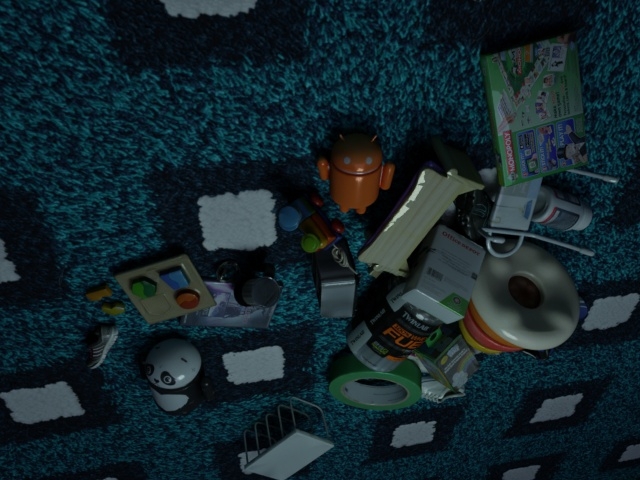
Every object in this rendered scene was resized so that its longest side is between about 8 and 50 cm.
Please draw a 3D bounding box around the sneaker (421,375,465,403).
[{"bbox_3d":[0.427,0.569,2.312,0.258,0.091,0.094,-11,135,-5],"label":"sneaker"}]

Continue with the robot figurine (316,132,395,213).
[{"bbox_3d":[0.082,-0.166,1.477,0.128,0.158,0.219,-35,145,-32],"label":"robot figurine"}]

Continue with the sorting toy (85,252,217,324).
[{"bbox_3d":[-0.468,0.156,1.677,0.307,0.041,0.229,-17,133,7],"label":"sorting toy"}]

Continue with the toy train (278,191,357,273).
[{"bbox_3d":[0.000,0.000,1.522,0.105,0.143,0.248,-39,87,23],"label":"toy train"}]

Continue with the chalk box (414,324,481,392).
[{"bbox_3d":[0.400,0.364,1.993,0.132,0.132,0.213,-42,117,-13],"label":"chalk box"}]

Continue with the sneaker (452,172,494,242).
[{"bbox_3d":[0.423,-0.101,1.675,0.106,0.101,0.267,-28,140,-13],"label":"sneaker"}]

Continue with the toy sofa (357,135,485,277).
[{"bbox_3d":[0.236,-0.085,1.583,0.177,0.150,0.362,17,127,-23],"label":"toy sofa"}]

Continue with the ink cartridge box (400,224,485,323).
[{"bbox_3d":[0.339,0.091,1.672,0.160,0.219,0.092,30,153,-7],"label":"ink cartridge box"}]

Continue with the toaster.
[{"bbox_3d":[0.042,0.103,1.698,0.110,0.168,0.186,-6,135,-9],"label":"toaster"}]

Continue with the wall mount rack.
[{"bbox_3d":[0.585,-0.094,1.601,0.304,0.130,0.350,6,109,-14],"label":"wall mount rack"}]

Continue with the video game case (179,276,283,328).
[{"bbox_3d":[-0.265,0.186,1.797,0.274,0.026,0.196,5,132,-19],"label":"video game case"}]

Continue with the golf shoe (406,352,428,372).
[{"bbox_3d":[0.344,0.412,2.139,0.306,0.115,0.140,31,130,-29],"label":"golf shoe"}]

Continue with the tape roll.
[{"bbox_3d":[0.190,0.493,2.116,0.321,0.077,0.321,4,144,3],"label":"tape roll"}]

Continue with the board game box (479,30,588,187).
[{"bbox_3d":[0.503,-0.304,1.428,0.213,0.046,0.317,-15,111,0],"label":"board game box"}]

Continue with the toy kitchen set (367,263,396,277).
[{"bbox_3d":[0.173,0.084,1.781,0.068,0.075,0.083,29,116,-34],"label":"toy kitchen set"}]

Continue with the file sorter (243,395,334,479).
[{"bbox_3d":[-0.128,0.729,2.256,0.277,0.173,0.193,-41,129,23],"label":"file sorter"}]

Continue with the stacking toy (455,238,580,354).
[{"bbox_3d":[0.545,0.245,1.939,0.350,0.351,0.480,1,151,-16],"label":"stacking toy"}]

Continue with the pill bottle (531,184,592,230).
[{"bbox_3d":[0.679,-0.086,1.733,0.180,0.108,0.108,14,128,-26],"label":"pill bottle"}]

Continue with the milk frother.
[{"bbox_3d":[-0.202,0.118,1.661,0.143,0.129,0.135,6,172,-29],"label":"milk frother"}]

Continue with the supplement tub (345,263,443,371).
[{"bbox_3d":[0.246,0.227,1.848,0.207,0.207,0.338,18,126,-30],"label":"supplement tub"}]

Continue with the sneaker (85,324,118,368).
[{"bbox_3d":[-0.657,0.305,1.778,0.075,0.063,0.170,21,120,-32],"label":"sneaker"}]

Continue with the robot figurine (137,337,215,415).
[{"bbox_3d":[-0.443,0.426,1.873,0.209,0.173,0.278,-12,136,-14],"label":"robot figurine"}]

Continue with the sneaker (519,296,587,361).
[{"bbox_3d":[0.777,0.320,2.103,0.315,0.182,0.127,-15,137,-1],"label":"sneaker"}]
